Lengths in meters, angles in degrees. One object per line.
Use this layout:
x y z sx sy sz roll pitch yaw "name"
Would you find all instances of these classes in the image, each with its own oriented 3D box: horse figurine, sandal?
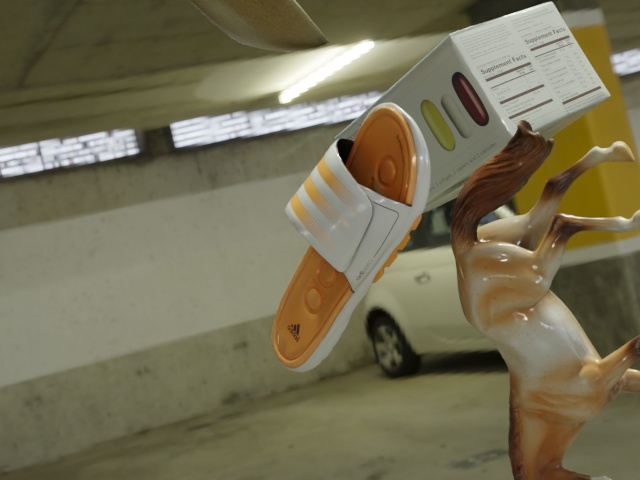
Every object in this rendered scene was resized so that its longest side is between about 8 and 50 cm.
0.162 0.048 0.679 0.174 0.263 0.066 -28 10 20 "horse figurine"
0.005 0.007 0.873 0.076 0.265 0.102 6 29 -41 "sandal"

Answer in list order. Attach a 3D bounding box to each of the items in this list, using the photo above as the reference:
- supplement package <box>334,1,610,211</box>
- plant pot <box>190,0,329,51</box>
0.184 -0.154 1.287 0.204 0.145 0.262 -25 -8 -38 "supplement package"
-0.084 -0.164 0.421 0.032 0.236 0.236 -39 -6 7 "plant pot"
